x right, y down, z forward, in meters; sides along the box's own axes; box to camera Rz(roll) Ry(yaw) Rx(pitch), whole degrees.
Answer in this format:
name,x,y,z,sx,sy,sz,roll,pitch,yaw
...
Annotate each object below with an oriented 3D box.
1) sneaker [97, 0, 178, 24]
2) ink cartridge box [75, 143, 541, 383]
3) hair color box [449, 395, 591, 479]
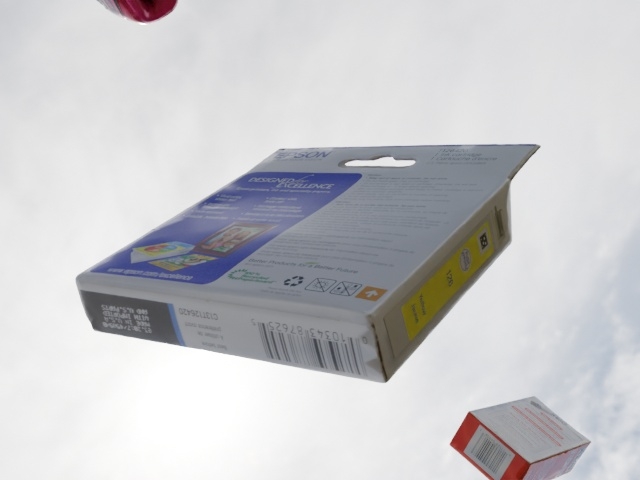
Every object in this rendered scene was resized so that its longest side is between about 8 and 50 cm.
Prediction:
name,x,y,z,sx,sy,sz,roll,pitch,yaw
sneaker,-0.115,-0.288,0.654,0.120,0.112,0.299,-25,-28,-32
ink cartridge box,0.000,0.000,0.846,0.307,0.303,0.072,-36,-59,-47
hair color box,0.235,0.236,1.125,0.167,0.093,0.053,1,-58,-51
